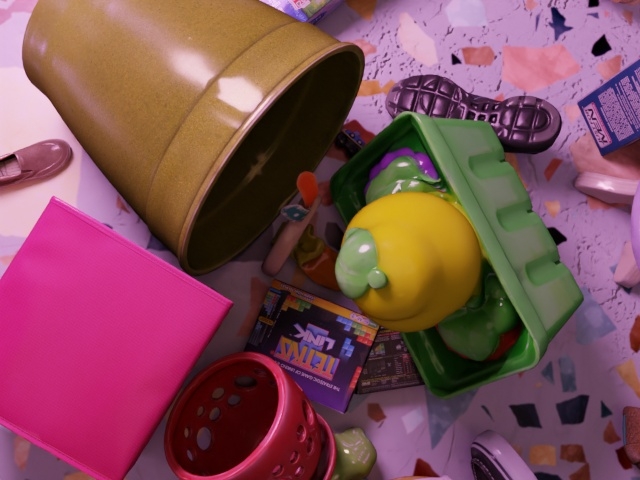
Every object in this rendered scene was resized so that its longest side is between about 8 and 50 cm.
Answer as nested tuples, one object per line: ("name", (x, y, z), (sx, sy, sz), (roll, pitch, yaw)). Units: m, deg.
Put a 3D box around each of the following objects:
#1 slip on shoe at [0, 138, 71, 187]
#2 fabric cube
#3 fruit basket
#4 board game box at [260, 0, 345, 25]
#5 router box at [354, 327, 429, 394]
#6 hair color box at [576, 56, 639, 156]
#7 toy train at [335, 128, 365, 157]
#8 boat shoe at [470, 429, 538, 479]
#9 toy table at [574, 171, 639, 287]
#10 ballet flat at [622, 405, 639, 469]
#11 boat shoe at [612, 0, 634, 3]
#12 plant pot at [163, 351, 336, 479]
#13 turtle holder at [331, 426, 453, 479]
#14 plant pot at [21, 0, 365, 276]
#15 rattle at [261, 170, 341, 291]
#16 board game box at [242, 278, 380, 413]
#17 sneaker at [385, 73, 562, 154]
("slip on shoe", (-0.429, -0.112, 1.209), (0.135, 0.041, 0.051), (-18, 86, -9))
("fabric cube", (-0.287, 0.128, 1.091), (0.254, 0.259, 0.258), (30, 82, -4))
("fruit basket", (0.132, 0.030, 1.104), (0.392, 0.283, 0.392), (12, 64, -24))
("board game box", (-0.037, -0.509, 1.260), (0.318, 0.066, 0.319), (-39, 89, 3))
("router box", (0.103, 0.175, 1.243), (0.122, 0.038, 0.092), (-7, 84, -8))
("hair color box", (0.528, -0.234, 1.189), (0.174, 0.347, 0.105), (-23, 86, -9))
("toy train", (0.012, -0.185, 1.282), (0.158, 0.027, 0.036), (44, 69, 0))
("boat shoe", (0.279, 0.442, 1.191), (0.119, 0.121, 0.335), (-24, 89, -14))
("toy table", (0.527, -0.049, 1.259), (0.252, 0.161, 0.274), (35, 81, -4))
("ballet flat", (0.617, 0.257, 1.276), (0.342, 0.116, 0.124), (-13, 66, -5))
("boat shoe", (0.398, -0.477, 1.334), (0.089, 0.104, 0.285), (-38, 79, -5))
("plant pot", (-0.086, 0.271, 1.120), (0.191, 0.191, 0.174), (-47, 133, -10))
("turtle holder", (0.115, 0.426, 1.132), (0.227, 0.320, 0.243), (-41, 119, -6))
("plant pot", (-0.191, -0.203, 1.119), (0.353, 0.366, 0.366), (38, 80, 10))
("rattle", (0.000, 0.000, 1.167), (0.143, 0.200, 0.130), (45, 53, 6))
("board game box", (-0.015, 0.151, 1.202), (0.170, 0.048, 0.141), (21, 86, 9))
("sneaker", (0.229, -0.178, 1.276), (0.267, 0.106, 0.101), (16, 82, 16))
